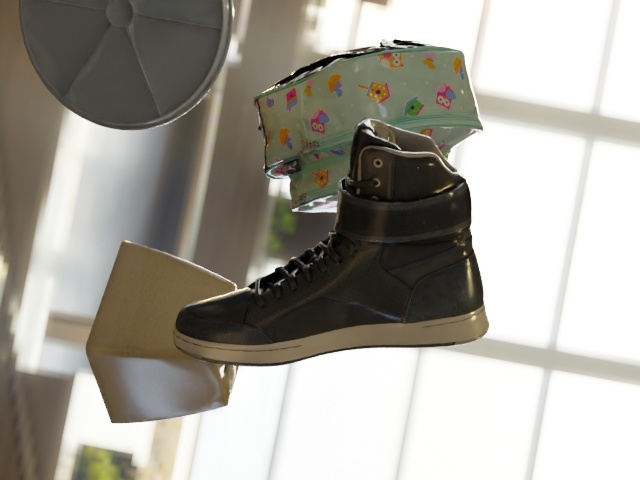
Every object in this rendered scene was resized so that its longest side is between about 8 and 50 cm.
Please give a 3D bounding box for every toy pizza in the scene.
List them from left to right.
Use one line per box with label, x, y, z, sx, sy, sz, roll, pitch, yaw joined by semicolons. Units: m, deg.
toy pizza;-0.162;-0.193;1.635;0.032;0.201;0.201;-24;125;-66

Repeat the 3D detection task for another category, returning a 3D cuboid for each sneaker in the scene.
sneaker;0.001;-0.001;1.368;0.086;0.226;0.163;-102;-175;-69

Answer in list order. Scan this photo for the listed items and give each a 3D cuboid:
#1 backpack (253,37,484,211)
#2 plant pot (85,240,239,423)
backpack;0.050;-0.102;1.715;0.188;0.166;0.144;-31;-113;53
plant pot;-0.115;0.078;1.526;0.109;0.096;0.109;81;20;-51
